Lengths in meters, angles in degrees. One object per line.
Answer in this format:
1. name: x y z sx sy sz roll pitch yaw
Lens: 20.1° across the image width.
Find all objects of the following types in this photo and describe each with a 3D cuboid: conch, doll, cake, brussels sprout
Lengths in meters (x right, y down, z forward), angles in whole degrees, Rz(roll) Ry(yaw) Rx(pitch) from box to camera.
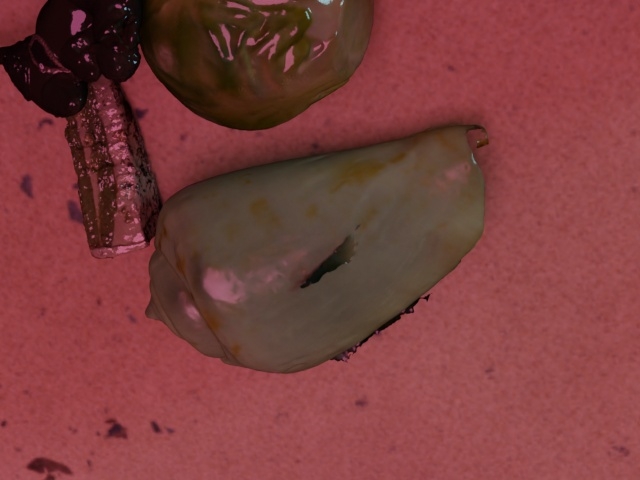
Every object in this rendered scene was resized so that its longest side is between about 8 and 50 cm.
1. conch: -0.001 0.014 1.249 0.250 0.137 0.144 -10 84 -4
2. doll: -0.161 -0.140 1.188 0.057 0.165 0.139 10 117 -35
3. cake: -0.149 -0.058 1.288 0.051 0.055 0.140 -10 92 17
4. brussels sprout: -0.046 -0.141 1.180 0.155 0.117 0.155 8 110 21
